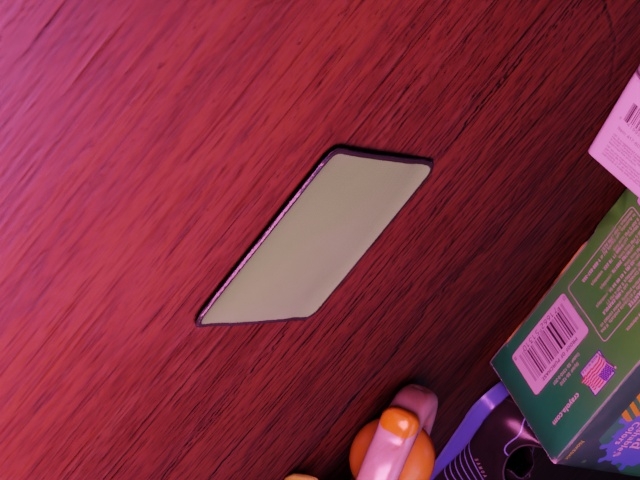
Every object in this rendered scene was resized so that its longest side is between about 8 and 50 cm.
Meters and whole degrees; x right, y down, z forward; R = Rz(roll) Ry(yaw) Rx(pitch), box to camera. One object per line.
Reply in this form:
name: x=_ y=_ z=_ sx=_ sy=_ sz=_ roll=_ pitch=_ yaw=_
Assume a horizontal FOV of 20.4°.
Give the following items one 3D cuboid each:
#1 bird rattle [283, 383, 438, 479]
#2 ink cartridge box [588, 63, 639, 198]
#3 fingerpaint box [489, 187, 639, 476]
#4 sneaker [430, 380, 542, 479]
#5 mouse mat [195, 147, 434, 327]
bird rattle: x=0.065 y=0.234 z=1.660 sx=0.207 sy=0.143 sz=0.253 roll=-67 pitch=161 yaw=10
ink cartridge box: x=0.336 y=-0.109 z=1.471 sx=0.086 sy=0.148 sz=0.203 roll=-28 pitch=155 yaw=-40
fingerpaint box: x=0.457 y=0.050 z=1.821 sx=0.371 sy=0.163 sz=0.445 roll=14 pitch=123 yaw=-38
sneaker: x=0.185 y=0.261 z=2.015 sx=0.081 sy=0.090 sz=0.232 roll=-31 pitch=156 yaw=-39
mouse mat: x=0.000 y=0.000 z=1.197 sx=0.152 sy=0.007 sz=0.189 roll=-51 pitch=162 yaw=15
